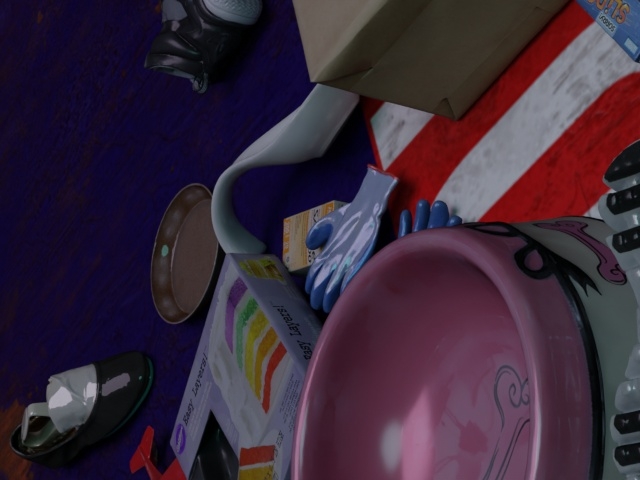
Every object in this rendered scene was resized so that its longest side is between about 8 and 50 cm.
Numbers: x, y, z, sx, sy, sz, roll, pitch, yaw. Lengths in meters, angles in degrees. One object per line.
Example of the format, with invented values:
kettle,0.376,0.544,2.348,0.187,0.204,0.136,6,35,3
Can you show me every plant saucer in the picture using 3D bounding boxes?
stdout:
plant saucer,-0.151,0.017,1.893,0.168,0.029,0.169,-29,55,53

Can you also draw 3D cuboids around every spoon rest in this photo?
spoon rest,-0.042,-0.092,1.679,0.276,0.084,0.137,-58,-2,33

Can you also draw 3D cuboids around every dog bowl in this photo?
dog bowl,0.122,0.168,1.277,0.408,0.150,0.408,-26,59,52

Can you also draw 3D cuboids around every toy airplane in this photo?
toy airplane,-0.187,0.277,1.863,0.151,0.028,0.151,-26,59,54

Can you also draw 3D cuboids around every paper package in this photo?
paper package,0.102,-0.328,1.466,0.309,0.168,0.325,-48,41,40

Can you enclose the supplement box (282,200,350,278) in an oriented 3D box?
supplement box,0.000,0.000,1.643,0.098,0.036,0.062,-20,64,55

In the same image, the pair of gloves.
pair of gloves,0.054,0.016,1.525,0.198,0.023,0.159,35,103,45

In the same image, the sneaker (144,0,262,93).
sneaker,-0.171,-0.283,1.957,0.153,0.101,0.268,-63,37,20

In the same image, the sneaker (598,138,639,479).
sneaker,0.269,0.074,1.103,0.110,0.118,0.292,-13,72,50

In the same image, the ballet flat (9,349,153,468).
ballet flat,-0.313,0.219,2.024,0.280,0.096,0.095,-43,45,43

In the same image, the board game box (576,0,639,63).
board game box,0.246,-0.182,1.207,0.035,0.136,0.201,-62,34,25

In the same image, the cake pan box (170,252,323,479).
cake pan box,-0.061,0.185,1.624,0.246,0.070,0.267,58,137,50
